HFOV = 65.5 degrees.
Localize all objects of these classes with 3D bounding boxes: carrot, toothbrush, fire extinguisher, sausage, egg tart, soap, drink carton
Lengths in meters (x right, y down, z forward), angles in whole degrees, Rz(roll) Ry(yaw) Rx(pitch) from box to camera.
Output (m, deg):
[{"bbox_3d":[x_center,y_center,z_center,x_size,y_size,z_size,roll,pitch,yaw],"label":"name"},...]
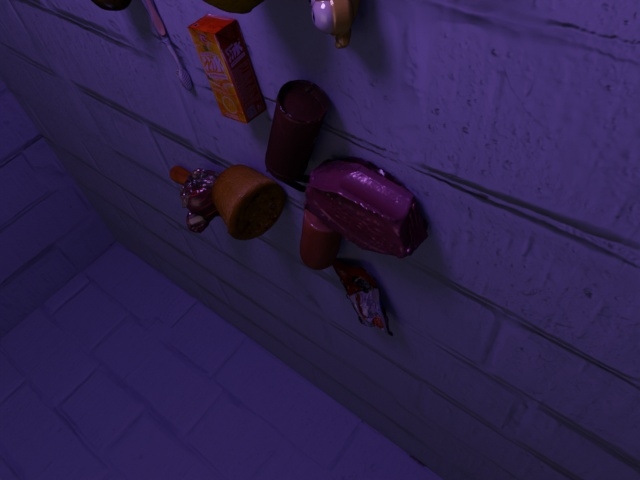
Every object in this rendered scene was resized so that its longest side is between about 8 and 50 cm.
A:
[{"bbox_3d":[-0.442,-0.204,1.744,0.256,0.061,0.061,25,150,29],"label":"carrot"},{"bbox_3d":[-0.396,-0.530,1.201,0.037,0.028,0.375,32,154,37],"label":"toothbrush"},{"bbox_3d":[-0.048,-0.208,1.133,0.147,0.107,0.337,17,155,-4],"label":"fire extinguisher"},{"bbox_3d":[0.000,0.000,1.364,0.113,0.113,0.259,36,153,15],"label":"sausage"},{"bbox_3d":[-0.216,-0.115,1.407,0.147,0.202,0.203,40,156,27],"label":"egg tart"},{"bbox_3d":[0.104,-0.071,1.105,0.289,0.112,0.182,34,156,16],"label":"soap"},{"bbox_3d":[-0.204,-0.378,1.111,0.096,0.071,0.223,25,149,33],"label":"drink carton"}]

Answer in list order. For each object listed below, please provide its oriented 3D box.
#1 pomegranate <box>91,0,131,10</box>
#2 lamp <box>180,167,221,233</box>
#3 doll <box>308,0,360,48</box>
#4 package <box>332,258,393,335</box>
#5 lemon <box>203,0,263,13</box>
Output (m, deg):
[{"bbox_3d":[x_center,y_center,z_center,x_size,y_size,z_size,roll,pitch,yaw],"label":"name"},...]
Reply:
[{"bbox_3d":[-0.496,-0.600,1.158,0.142,0.114,0.115,55,167,41],"label":"pomegranate"},{"bbox_3d":[-0.379,-0.130,1.623,0.215,0.151,0.223,-17,116,15],"label":"lamp"},{"bbox_3d":[0.023,-0.412,0.717,0.291,0.086,0.117,92,166,-61],"label":"doll"},{"bbox_3d":[0.133,0.169,1.496,0.194,0.071,0.270,0,119,52],"label":"package"},{"bbox_3d":[-0.147,-0.456,0.774,0.180,0.181,0.193,27,-170,29],"label":"lemon"}]
